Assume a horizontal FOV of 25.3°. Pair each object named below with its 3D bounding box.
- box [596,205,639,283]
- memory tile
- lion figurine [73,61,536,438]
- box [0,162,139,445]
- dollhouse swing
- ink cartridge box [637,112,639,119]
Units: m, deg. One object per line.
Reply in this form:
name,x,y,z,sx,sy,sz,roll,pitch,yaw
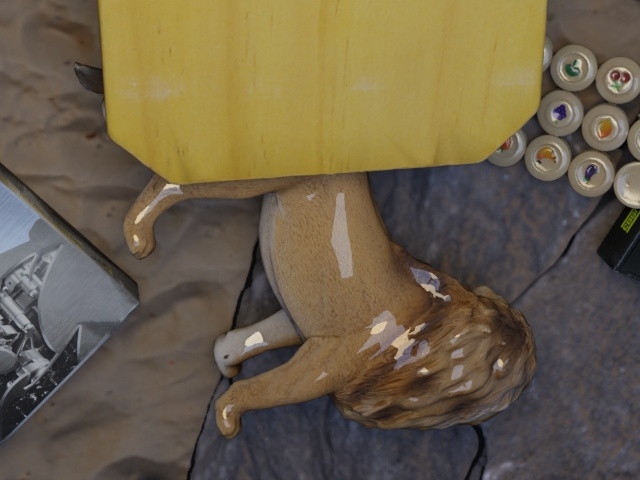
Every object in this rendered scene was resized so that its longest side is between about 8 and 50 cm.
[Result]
box,0.350,-0.023,1.160,0.190,0.045,0.184,25,104,-24
memory tile,0.205,-0.094,1.116,0.148,0.012,0.113,19,104,13
lion figurine,0.000,0.000,1.060,0.240,0.142,0.392,-20,119,10
box,-0.282,0.030,1.083,0.183,0.056,0.231,-44,108,6
dollhouse swing,-0.012,-0.257,0.981,0.346,0.315,0.305,-5,133,-8
ink cartridge box,0.306,-0.103,1.155,0.083,0.028,0.048,-34,112,2
